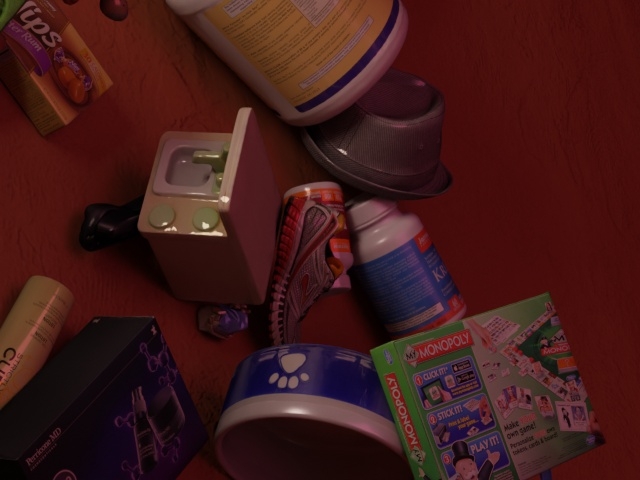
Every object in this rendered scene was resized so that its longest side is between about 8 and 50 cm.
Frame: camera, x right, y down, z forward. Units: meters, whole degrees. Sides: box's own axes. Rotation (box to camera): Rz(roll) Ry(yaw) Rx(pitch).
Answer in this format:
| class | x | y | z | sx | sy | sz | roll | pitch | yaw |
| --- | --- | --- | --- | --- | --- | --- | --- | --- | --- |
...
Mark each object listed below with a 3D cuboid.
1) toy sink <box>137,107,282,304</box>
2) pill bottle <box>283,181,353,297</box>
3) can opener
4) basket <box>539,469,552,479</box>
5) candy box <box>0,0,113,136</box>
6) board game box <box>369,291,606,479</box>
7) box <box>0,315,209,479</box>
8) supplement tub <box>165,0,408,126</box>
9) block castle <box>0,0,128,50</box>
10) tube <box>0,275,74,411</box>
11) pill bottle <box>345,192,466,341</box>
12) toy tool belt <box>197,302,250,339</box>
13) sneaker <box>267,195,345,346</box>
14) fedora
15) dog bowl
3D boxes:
| class | x | y | z | sx | sy | sz | roll | pitch | yaw |
| --- | --- | --- | --- | --- | --- | --- | --- | --- | --- |
| toy sink | -0.140 | -0.044 | 1.805 | 0.234 | 0.131 | 0.153 | 74 | 22 | -58 |
| pill bottle | 0.000 | 0.000 | 2.042 | 0.086 | 0.086 | 0.152 | 3 | 73 | -46 |
| can opener | -0.237 | -0.025 | 1.822 | 0.186 | 0.073 | 0.059 | -26 | 135 | -61 |
| basket | 0.188 | 0.295 | 1.973 | 0.201 | 0.289 | 0.255 | 23 | 58 | -39 |
| candy box | -0.351 | -0.236 | 1.785 | 0.187 | 0.053 | 0.109 | 57 | 43 | -16 |
| board game box | 0.215 | 0.197 | 1.806 | 0.317 | 0.046 | 0.214 | -12 | 79 | -44 |
| box | -0.259 | 0.231 | 1.632 | 0.261 | 0.103 | 0.184 | -49 | 125 | -45 |
| supplement tub | -0.065 | -0.345 | 1.991 | 0.331 | 0.241 | 0.241 | 44 | 47 | -27 |
| block castle | -0.403 | -0.160 | 1.489 | 0.213 | 0.303 | 0.453 | 48 | 38 | -21 |
| tube | -0.350 | 0.152 | 1.632 | 0.070 | 0.062 | 0.240 | 22 | 58 | 1 |
| pill bottle | 0.112 | 0.035 | 2.119 | 0.124 | 0.124 | 0.221 | -41 | 105 | -47 |
| toy tool belt | -0.117 | 0.102 | 1.902 | 0.083 | 0.051 | 0.052 | 8 | 69 | -45 |
| sneaker | -0.019 | 0.057 | 1.931 | 0.088 | 0.092 | 0.225 | -83 | -177 | -69 |
| fedora | 0.100 | -0.172 | 2.112 | 0.243 | 0.124 | 0.275 | 43 | 33 | 25 |
| dog bowl | 0.005 | 0.241 | 1.817 | 0.265 | 0.265 | 0.104 | 38 | 49 | -31 |
